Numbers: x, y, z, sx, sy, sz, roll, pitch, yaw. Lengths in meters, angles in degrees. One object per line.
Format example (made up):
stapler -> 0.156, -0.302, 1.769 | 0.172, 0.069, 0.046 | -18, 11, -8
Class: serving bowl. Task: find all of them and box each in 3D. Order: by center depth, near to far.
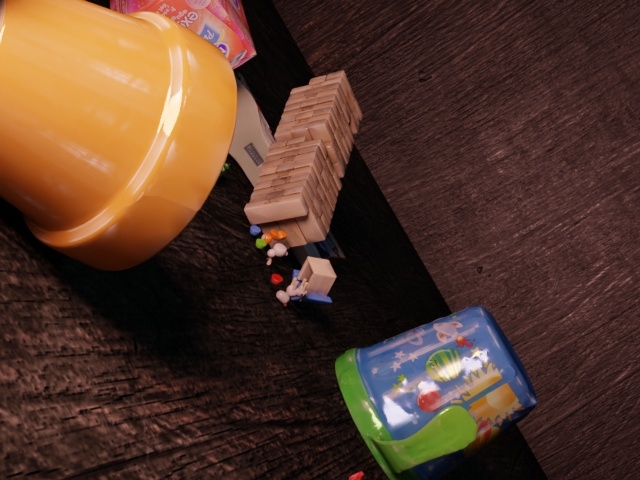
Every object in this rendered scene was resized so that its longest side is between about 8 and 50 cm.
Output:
serving bowl -> -0.027, 0.017, 1.869 | 0.083, 0.027, 0.083 | 57, 10, -16

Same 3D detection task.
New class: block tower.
block tower -> -0.019, -0.120, 1.816 | 0.335, 0.090, 0.097 | -71, 142, -50

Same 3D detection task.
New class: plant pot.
plant pot -> -0.200, -0.104, 0.921 | 0.188, 0.205, 0.205 | 29, 28, -41

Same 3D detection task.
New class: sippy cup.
sippy cup -> 0.173, 0.212, 1.706 | 0.240, 0.224, 0.305 | 49, 14, -42

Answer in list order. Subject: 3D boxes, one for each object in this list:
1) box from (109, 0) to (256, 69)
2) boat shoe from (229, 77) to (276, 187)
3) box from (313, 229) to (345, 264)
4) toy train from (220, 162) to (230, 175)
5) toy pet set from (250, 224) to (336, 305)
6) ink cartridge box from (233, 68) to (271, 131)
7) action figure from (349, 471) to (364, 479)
box -> -0.204, -0.346, 1.737 | 0.154, 0.142, 0.300 | 52, 12, -35
boat shoe -> -0.119, -0.166, 1.851 | 0.228, 0.079, 0.081 | 60, 1, -32
box -> 0.000, 0.000, 2.067 | 0.081, 0.028, 0.136 | 61, 12, 9
toy train -> -0.140, -0.096, 1.654 | 0.017, 0.023, 0.083 | 58, 10, -3
toy pet set -> -0.044, 0.049, 1.666 | 0.114, 0.065, 0.122 | 11, 33, -28
ink cartridge box -> -0.130, -0.206, 1.918 | 0.115, 0.062, 0.029 | 62, 9, 18
action figure -> 0.036, 0.294, 1.343 | 0.038, 0.030, 0.115 | 53, 15, -2
